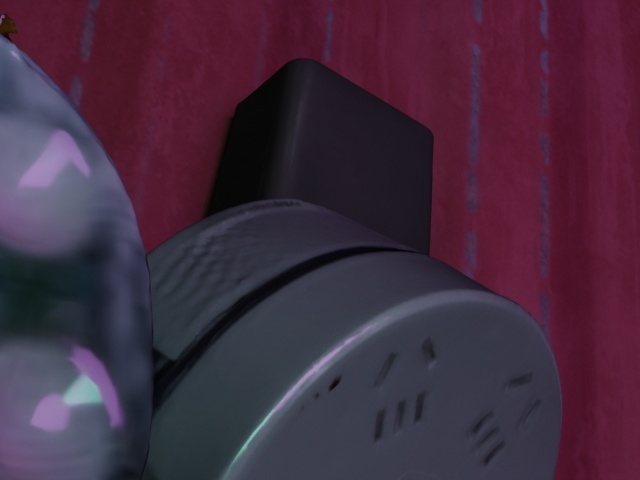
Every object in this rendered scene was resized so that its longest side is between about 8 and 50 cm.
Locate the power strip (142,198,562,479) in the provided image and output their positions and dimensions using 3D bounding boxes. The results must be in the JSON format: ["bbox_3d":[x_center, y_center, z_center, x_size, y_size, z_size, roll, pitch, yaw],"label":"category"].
[{"bbox_3d":[-0.018,0.152,0.885,0.357,0.161,0.358,-25,128,-36],"label":"power strip"}]

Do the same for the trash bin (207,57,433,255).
[{"bbox_3d":[0.000,0.000,1.140,0.164,0.122,0.241,29,50,-25],"label":"trash bin"}]

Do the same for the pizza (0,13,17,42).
[{"bbox_3d":[-0.257,-0.105,1.007,0.194,0.069,0.154,-20,119,-65],"label":"pizza"}]

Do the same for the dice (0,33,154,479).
[{"bbox_3d":[-0.296,0.069,0.709,0.328,0.348,0.330,14,60,-35],"label":"dice"}]
